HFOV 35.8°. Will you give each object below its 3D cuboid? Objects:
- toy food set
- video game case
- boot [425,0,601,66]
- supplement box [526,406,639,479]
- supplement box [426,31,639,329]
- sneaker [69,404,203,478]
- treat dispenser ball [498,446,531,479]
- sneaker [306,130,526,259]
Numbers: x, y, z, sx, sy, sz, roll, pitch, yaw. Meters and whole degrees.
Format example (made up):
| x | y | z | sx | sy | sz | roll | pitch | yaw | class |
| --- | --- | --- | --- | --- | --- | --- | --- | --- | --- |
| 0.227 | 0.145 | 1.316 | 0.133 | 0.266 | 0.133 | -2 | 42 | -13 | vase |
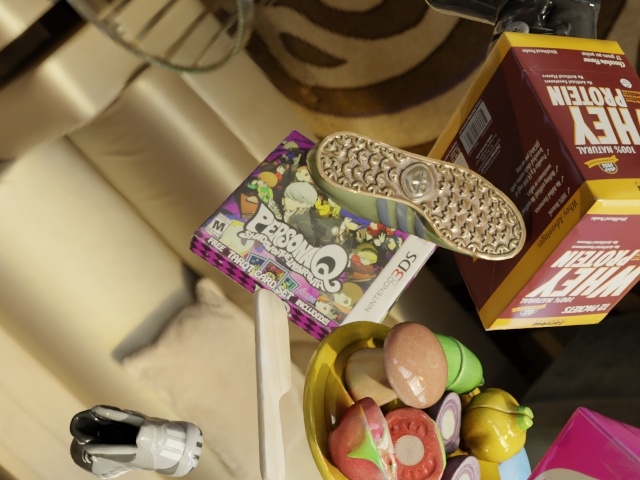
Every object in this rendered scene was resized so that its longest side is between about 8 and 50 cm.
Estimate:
| x | y | z | sx | sy | sz | roll | pitch | yaw | class |
| --- | --- | --- | --- | --- | --- | --- | --- | --- | --- |
| 0.061 | 0.106 | 0.603 | 0.218 | 0.128 | 0.071 | 24 | 146 | -37 | toy food set |
| 0.000 | 0.000 | 1.168 | 0.232 | 0.210 | 0.042 | 35 | 146 | 9 | video game case |
| 0.286 | -0.280 | 1.646 | 0.367 | 0.445 | 0.146 | -3 | 161 | 44 | boot |
| 0.184 | 0.244 | 0.695 | 0.114 | 0.220 | 0.111 | 22 | -164 | -36 | supplement box |
| 0.211 | -0.051 | 0.902 | 0.191 | 0.129 | 0.194 | 119 | 142 | -46 | supplement box |
| -0.257 | 0.228 | 1.175 | 0.229 | 0.086 | 0.132 | -12 | 151 | 40 | sneaker |
| 0.157 | 0.347 | 1.423 | 0.288 | 0.288 | 0.288 | 30 | 152 | 18 | treat dispenser ball |
| 0.074 | -0.038 | 0.835 | 0.192 | 0.064 | 0.086 | 23 | 174 | -15 | sneaker |
